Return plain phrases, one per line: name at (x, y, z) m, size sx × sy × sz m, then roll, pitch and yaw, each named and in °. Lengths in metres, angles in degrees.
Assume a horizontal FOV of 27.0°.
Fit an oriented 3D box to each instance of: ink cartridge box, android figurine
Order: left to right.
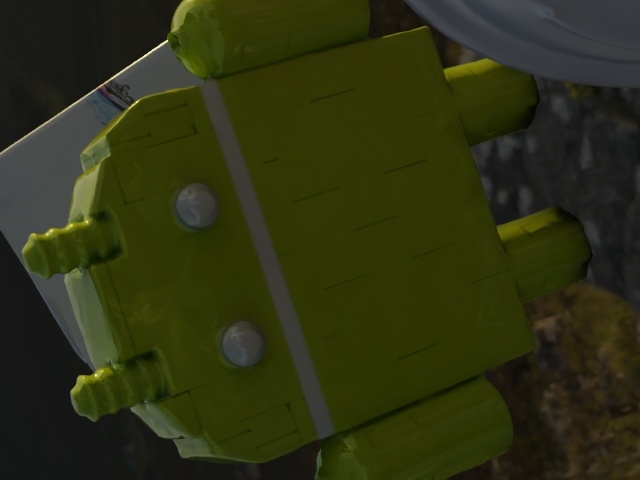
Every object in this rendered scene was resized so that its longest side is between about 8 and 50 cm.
ink cartridge box at (-0.075, -0.029, 0.987) m, size 0.197 × 0.270 × 0.198 m, roll 56°, pitch 179°, yaw 6°
android figurine at (0.000, 0.000, 0.612) m, size 0.056 × 0.273 × 0.248 m, roll -18°, pitch 88°, yaw 61°

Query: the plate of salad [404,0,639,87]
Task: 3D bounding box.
plate of salad at (0.102, -0.110, 0.316) m, size 0.200 × 0.200 × 0.048 m, roll 101°, pitch 165°, yaw -55°
